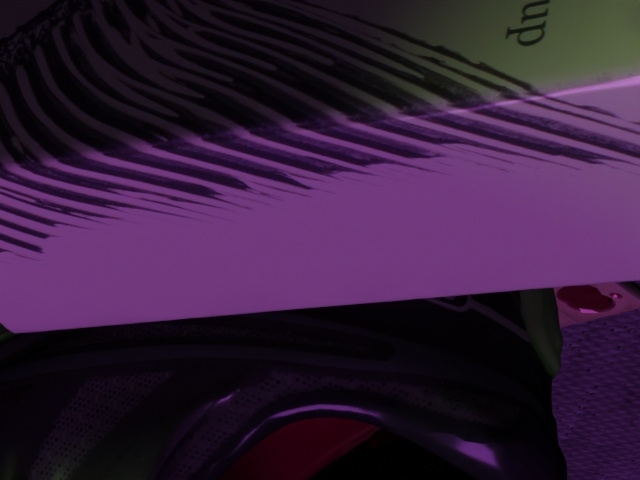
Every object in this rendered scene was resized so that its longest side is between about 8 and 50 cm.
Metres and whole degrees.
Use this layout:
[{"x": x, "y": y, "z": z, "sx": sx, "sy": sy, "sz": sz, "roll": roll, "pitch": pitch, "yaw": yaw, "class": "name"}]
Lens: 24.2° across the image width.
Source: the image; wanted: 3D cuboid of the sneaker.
[{"x": -0.118, "y": 0.141, "z": 0.585, "sx": 0.483, "sy": 0.202, "sz": 0.185, "roll": -36, "pitch": 133, "yaw": 13, "class": "sneaker"}]

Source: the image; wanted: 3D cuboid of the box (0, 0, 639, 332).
[{"x": -0.003, "y": -0.044, "z": 0.489, "sx": 0.275, "sy": 0.113, "sz": 0.094, "roll": -8, "pitch": 140, "yaw": 27, "class": "box"}]

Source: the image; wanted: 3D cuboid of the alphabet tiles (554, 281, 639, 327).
[{"x": 0.000, "y": 0.000, "z": 0.686, "sx": 0.198, "sy": 0.009, "sz": 0.237, "roll": -18, "pitch": 141, "yaw": 42, "class": "alphabet tiles"}]
